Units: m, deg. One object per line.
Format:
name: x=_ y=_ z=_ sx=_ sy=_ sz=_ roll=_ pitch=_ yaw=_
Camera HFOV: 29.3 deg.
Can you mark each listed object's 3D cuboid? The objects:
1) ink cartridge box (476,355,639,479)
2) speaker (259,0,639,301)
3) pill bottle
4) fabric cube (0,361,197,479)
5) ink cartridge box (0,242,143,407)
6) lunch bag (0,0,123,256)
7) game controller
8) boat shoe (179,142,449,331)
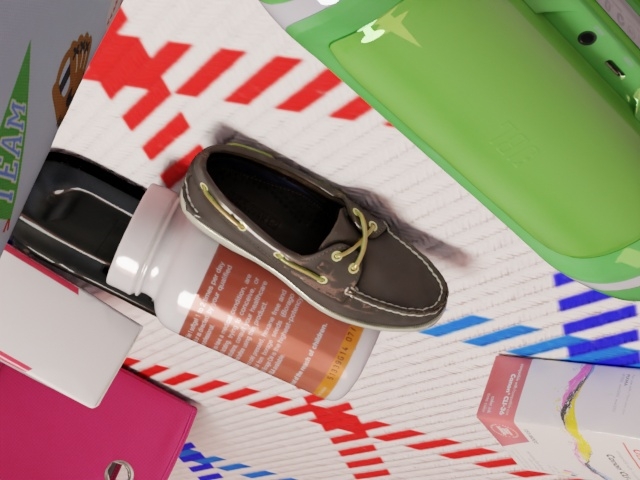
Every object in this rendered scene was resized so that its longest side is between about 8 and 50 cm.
ink cartridge box: x=0.252 y=0.162 z=1.066 sx=0.198 sy=0.067 sz=0.115 roll=2 pitch=148 yaw=37
speaker: x=0.096 y=-0.089 z=0.621 sx=0.296 sy=0.131 sz=0.131 roll=38 pitch=151 yaw=-30
pill bottle: x=-0.058 y=0.038 z=1.007 sx=0.216 sy=0.121 sz=0.121 roll=24 pitch=155 yaw=-5
fabric cube: x=-0.356 y=0.281 z=1.589 sx=0.258 sy=0.254 sz=0.259 roll=32 pitch=154 yaw=-16
ink cartridge box: x=-0.313 y=0.075 z=1.261 sx=0.172 sy=0.100 sz=0.237 roll=35 pitch=166 yaw=-26
lunch bag: x=-0.252 y=-0.168 z=0.508 sx=0.239 sy=0.327 sz=0.385 roll=4 pitch=148 yaw=26
game controller: x=-0.135 y=0.024 z=1.136 sx=0.319 sy=0.067 sz=0.166 roll=27 pitch=140 yaw=-12
boat shoe: x=0.000 y=0.000 z=0.930 sx=0.228 sy=0.081 sz=0.068 roll=27 pitch=159 yaw=-3
